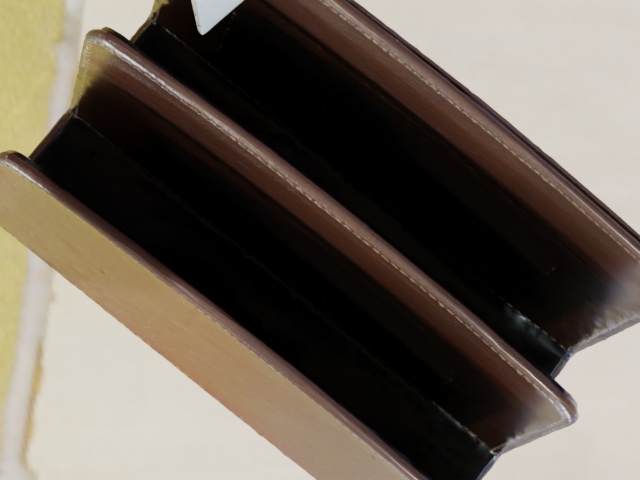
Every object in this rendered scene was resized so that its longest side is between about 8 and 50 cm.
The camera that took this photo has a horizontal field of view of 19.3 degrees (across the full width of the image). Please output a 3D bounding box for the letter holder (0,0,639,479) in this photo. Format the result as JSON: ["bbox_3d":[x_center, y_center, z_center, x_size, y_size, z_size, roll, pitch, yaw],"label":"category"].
[{"bbox_3d":[0.000,0.000,0.934,0.302,0.214,0.152,39,73,-1],"label":"letter holder"}]

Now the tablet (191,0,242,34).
[{"bbox_3d":[-0.025,-0.128,0.825,0.083,0.006,0.054,-42,161,-14],"label":"tablet"}]
